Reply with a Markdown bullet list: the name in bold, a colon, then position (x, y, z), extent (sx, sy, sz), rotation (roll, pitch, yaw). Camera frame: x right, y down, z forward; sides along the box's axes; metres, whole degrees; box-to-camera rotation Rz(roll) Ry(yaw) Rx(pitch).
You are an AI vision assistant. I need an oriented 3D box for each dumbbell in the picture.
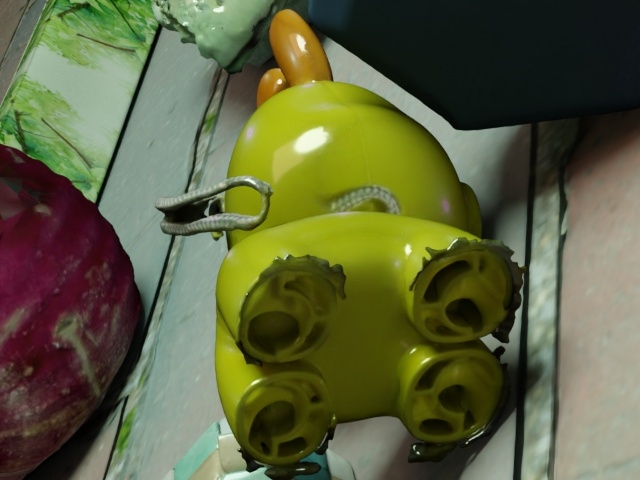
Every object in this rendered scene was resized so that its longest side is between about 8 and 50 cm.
- **dumbbell**: position (0.091, -0.200, 0.634), extent (0.144, 0.160, 0.325), rotation (-36, 29, 40)

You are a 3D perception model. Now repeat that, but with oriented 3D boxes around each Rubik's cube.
- **Rubik's cube**: position (-0.032, 0.111, 0.574), extent (0.084, 0.073, 0.075), rotation (-54, 22, 0)

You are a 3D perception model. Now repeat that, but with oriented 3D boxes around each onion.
- **onion**: position (-0.247, 0.036, 0.901), extent (0.230, 0.256, 0.272), rotation (-56, 34, 38)

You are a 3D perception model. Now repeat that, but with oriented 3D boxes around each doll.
- **doll**: position (0.000, 0.000, 0.598), extent (0.221, 0.135, 0.143), rotation (-118, 25, -59)

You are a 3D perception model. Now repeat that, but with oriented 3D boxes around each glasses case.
- **glasses case**: position (-0.205, -0.124, 1.216), extent (0.062, 0.095, 0.272), rotation (-42, 26, 42)

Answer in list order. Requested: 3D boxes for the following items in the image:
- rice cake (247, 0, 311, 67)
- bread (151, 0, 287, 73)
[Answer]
- **rice cake**: position (0.019, -0.208, 0.945), extent (0.211, 0.038, 0.124), rotation (-32, 33, 46)
- **bread**: position (-0.060, -0.198, 0.961), extent (0.172, 0.064, 0.232), rotation (-28, 35, 46)
